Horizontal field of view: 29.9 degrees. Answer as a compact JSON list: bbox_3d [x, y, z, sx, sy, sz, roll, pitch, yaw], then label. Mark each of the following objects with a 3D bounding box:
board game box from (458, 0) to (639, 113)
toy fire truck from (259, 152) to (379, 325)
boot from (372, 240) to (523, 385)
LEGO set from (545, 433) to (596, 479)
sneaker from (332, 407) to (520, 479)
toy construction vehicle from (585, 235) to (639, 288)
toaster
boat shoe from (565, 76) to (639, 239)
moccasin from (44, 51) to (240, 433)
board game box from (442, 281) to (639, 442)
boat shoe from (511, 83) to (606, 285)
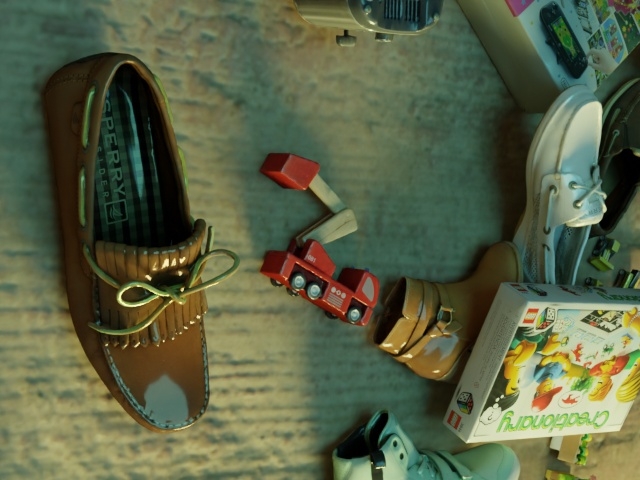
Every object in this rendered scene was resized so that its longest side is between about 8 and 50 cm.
[{"bbox_3d":[0.321,-0.337,1.488,0.303,0.097,0.224,-46,117,-21],"label":"board game box"},{"bbox_3d":[0.000,0.000,1.337,0.192,0.047,0.135,32,76,-31],"label":"toy fire truck"},{"bbox_3d":[0.154,0.069,1.429,0.152,0.073,0.197,27,78,-29],"label":"boot"},{"bbox_3d":[0.297,0.375,1.524,0.287,0.107,0.132,-45,116,-21],"label":"LEGO set"},{"bbox_3d":[0.128,0.258,1.409,0.256,0.094,0.151,-19,110,-28],"label":"sneaker"},{"bbox_3d":[0.392,0.054,1.601,0.086,0.035,0.098,36,75,-30],"label":"toy construction vehicle"},{"bbox_3d":[0.049,-0.323,1.282,0.129,0.146,0.227,-2,96,-33],"label":"toaster"},{"bbox_3d":[0.399,-0.104,1.556,0.095,0.095,0.257,39,73,-29],"label":"boat shoe"},{"bbox_3d":[-0.169,0.006,1.169,0.139,0.147,0.380,-9,99,-32],"label":"moccasin"},{"bbox_3d":[0.302,0.150,1.482,0.305,0.053,0.193,4,114,-40],"label":"board game box"},{"bbox_3d":[0.304,-0.049,1.445,0.098,0.096,0.277,-15,126,-33],"label":"boat shoe"}]
